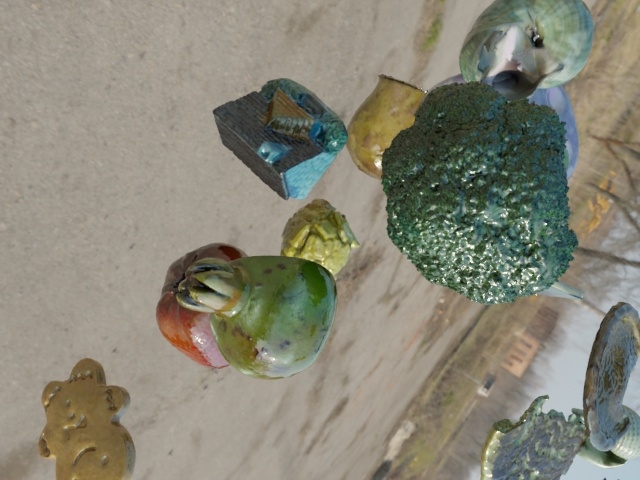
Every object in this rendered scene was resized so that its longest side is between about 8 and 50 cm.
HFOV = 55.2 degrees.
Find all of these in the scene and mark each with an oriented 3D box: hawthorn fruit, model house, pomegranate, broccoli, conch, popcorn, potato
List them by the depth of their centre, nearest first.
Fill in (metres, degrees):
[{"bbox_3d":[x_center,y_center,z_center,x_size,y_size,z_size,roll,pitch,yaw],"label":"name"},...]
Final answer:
[{"bbox_3d":[0.229,-0.059,0.824,0.297,0.297,0.297,-15,138,-36],"label":"broccoli"},{"bbox_3d":[-0.076,0.108,0.863,0.241,0.190,0.159,63,29,-62],"label":"pomegranate"},{"bbox_3d":[0.381,-0.351,1.105,0.277,0.195,0.220,2,84,-37],"label":"conch"},{"bbox_3d":[-0.213,0.161,1.355,0.254,0.254,0.300,-52,138,-16],"label":"hawthorn fruit"},{"bbox_3d":[-0.113,-0.254,1.398,0.225,0.261,0.241,-53,164,16],"label":"model house"},{"bbox_3d":[0.751,0.492,1.610,0.131,0.200,0.172,-33,154,-45],"label":"conch"},{"bbox_3d":[0.217,-0.269,1.660,0.301,0.289,0.237,28,89,-55],"label":"potato"},{"bbox_3d":[0.003,0.008,1.766,0.249,0.225,0.249,-48,-163,20],"label":"popcorn"}]

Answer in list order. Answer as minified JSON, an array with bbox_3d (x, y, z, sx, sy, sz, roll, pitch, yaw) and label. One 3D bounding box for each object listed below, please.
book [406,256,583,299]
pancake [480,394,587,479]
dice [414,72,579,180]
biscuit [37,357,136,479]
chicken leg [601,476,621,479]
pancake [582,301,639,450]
[{"bbox_3d":[0.436,0.087,1.570,0.264,0.379,0.031,21,81,-28],"label":"book"},{"bbox_3d":[0.497,0.510,1.470,0.427,0.067,0.304,30,98,-39],"label":"pancake"},{"bbox_3d":[0.392,-0.228,1.389,0.270,0.270,0.271,-3,84,-33],"label":"dice"},{"bbox_3d":[-0.564,0.465,1.464,0.275,0.354,0.052,-32,151,11],"label":"biscuit"},{"bbox_3d":[0.408,0.342,0.838,0.083,0.036,0.021,19,95,-40],"label":"chicken leg"},{"bbox_3d":[0.591,0.274,1.225,0.288,0.033,0.286,-37,116,-35],"label":"pancake"}]
